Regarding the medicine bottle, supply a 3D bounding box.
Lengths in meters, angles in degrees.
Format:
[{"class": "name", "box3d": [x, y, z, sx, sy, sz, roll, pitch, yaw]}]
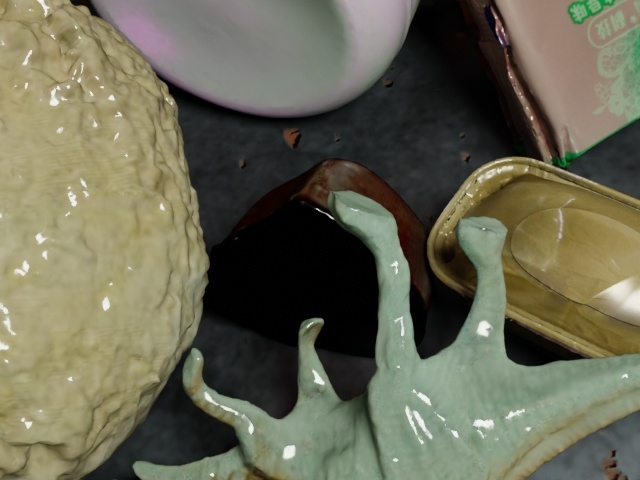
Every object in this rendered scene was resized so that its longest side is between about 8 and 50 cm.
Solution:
[{"class": "medicine bottle", "box3d": [-0.018, -0.270, 0.665, 0.241, 0.241, 0.301, 12, 61, 18]}]

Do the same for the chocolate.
[{"class": "chocolate", "box3d": [0.000, 0.000, 0.572, 0.149, 0.125, 0.080, 6, 42, 19]}]

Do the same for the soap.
[{"class": "soap", "box3d": [0.221, -0.181, 0.610, 0.273, 0.217, 0.098, -30, 22, -10]}]

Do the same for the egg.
[{"class": "egg", "box3d": [-0.194, 0.011, 0.501, 0.279, 0.279, 0.310, 2, 84, 12]}]

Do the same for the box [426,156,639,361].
[{"class": "box", "box3d": [0.153, 0.019, 0.530, 0.177, 0.111, 0.111, 26, 66, 24]}]

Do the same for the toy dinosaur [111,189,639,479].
[{"class": "toy dinosaur", "box3d": [0.075, 0.075, 0.476, 0.393, 0.092, 0.205, 2, 99, 8]}]
